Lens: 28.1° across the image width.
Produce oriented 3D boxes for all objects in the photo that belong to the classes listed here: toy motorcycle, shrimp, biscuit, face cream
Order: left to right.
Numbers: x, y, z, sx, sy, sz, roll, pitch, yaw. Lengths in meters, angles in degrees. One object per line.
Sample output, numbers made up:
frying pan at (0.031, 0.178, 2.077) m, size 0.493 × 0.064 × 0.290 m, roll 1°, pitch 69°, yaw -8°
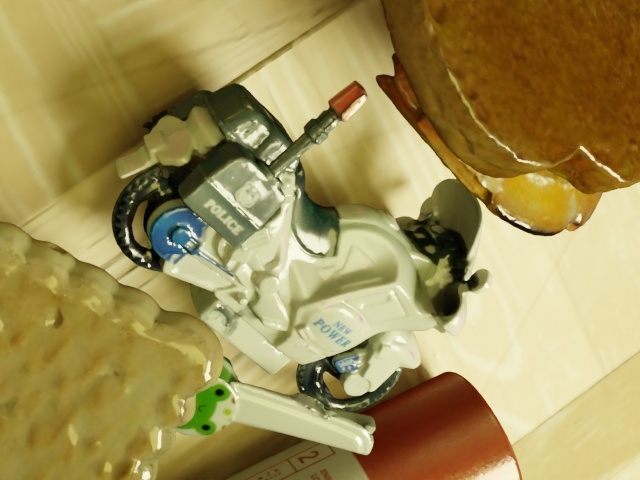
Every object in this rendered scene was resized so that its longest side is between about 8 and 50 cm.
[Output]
biscuit at (-0.207, 0.137, 0.626) m, size 0.217 × 0.044 × 0.325 m, roll 26°, pitch 102°, yaw -9°
toy motorcycle at (0.000, 0.000, 0.667) m, size 0.150 × 0.102 × 0.221 m, roll -40°, pitch 125°, yaw 11°
face cream at (0.004, 0.163, 0.744) m, size 0.214 × 0.096 × 0.096 m, roll -24°, pitch 121°, yaw -15°
shrimp at (0.071, -0.099, 0.649) m, size 0.068 × 0.150 × 0.249 m, roll -28°, pitch 121°, yaw 38°
biscuit at (0.130, -0.131, 0.643) m, size 0.290 × 0.041 × 0.208 m, roll -31°, pitch 101°, yaw -41°

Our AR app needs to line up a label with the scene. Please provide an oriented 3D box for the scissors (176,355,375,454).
scissors at (-0.068, 0.079, 0.670) m, size 0.204 × 0.027 × 0.101 m, roll 18°, pitch 123°, yaw -14°
